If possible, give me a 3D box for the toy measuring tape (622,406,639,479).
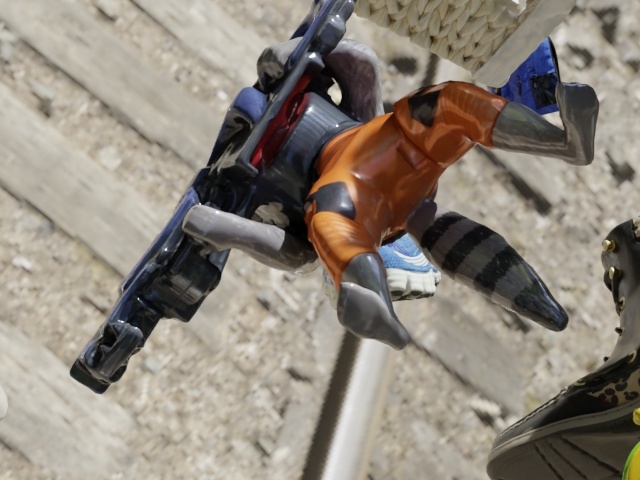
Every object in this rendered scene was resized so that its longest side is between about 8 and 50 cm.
[{"bbox_3d":[0.368,0.295,1.351,0.121,0.121,0.330,5,59,-45],"label":"toy measuring tape"}]

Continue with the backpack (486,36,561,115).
[{"bbox_3d":[0.275,-0.233,1.933,0.098,0.101,0.120,-128,-156,-67],"label":"backpack"}]

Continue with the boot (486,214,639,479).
[{"bbox_3d":[0.357,0.125,1.629,0.138,0.377,0.284,38,36,-28],"label":"boot"}]

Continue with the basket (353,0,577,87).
[{"bbox_3d":[0.176,-0.412,1.508,0.266,0.328,0.331,24,56,-10],"label":"basket"}]

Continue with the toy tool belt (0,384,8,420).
[{"bbox_3d":[-0.261,0.113,0.975,0.052,0.083,0.051,34,-26,49],"label":"toy tool belt"}]

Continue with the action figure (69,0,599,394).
[{"bbox_3d":[0.000,0.000,0.953,0.178,0.341,0.330,39,-7,-27],"label":"action figure"}]

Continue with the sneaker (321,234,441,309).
[{"bbox_3d":[0.057,-0.016,1.432,0.330,0.129,0.147,-153,-123,-88],"label":"sneaker"}]
